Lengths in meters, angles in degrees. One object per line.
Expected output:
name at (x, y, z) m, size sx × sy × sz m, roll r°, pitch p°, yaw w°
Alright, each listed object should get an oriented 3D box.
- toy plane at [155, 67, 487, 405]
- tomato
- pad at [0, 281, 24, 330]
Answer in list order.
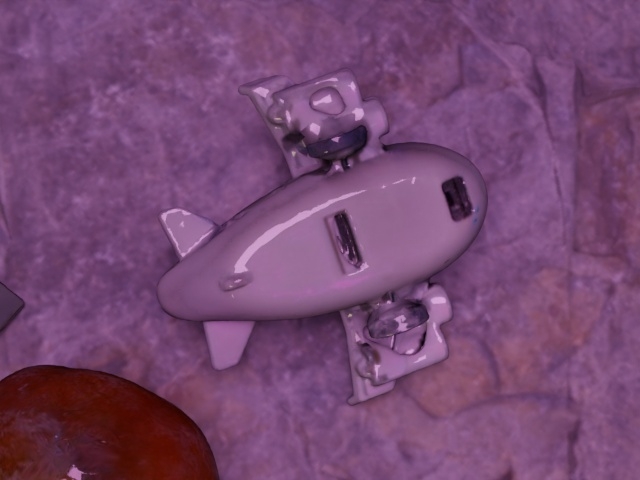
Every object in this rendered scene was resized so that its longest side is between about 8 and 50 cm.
toy plane at (0.001, 0.000, 1.303) m, size 0.267 × 0.122 × 0.266 m, roll -1°, pitch 95°, yaw -9°
tomato at (-0.172, 0.178, 1.225) m, size 0.214 × 0.155 × 0.180 m, roll 21°, pitch 60°, yaw -1°
pad at (-0.365, 0.085, 1.300) m, size 0.164 × 0.004 × 0.243 m, roll 36°, pitch 66°, yaw 6°
